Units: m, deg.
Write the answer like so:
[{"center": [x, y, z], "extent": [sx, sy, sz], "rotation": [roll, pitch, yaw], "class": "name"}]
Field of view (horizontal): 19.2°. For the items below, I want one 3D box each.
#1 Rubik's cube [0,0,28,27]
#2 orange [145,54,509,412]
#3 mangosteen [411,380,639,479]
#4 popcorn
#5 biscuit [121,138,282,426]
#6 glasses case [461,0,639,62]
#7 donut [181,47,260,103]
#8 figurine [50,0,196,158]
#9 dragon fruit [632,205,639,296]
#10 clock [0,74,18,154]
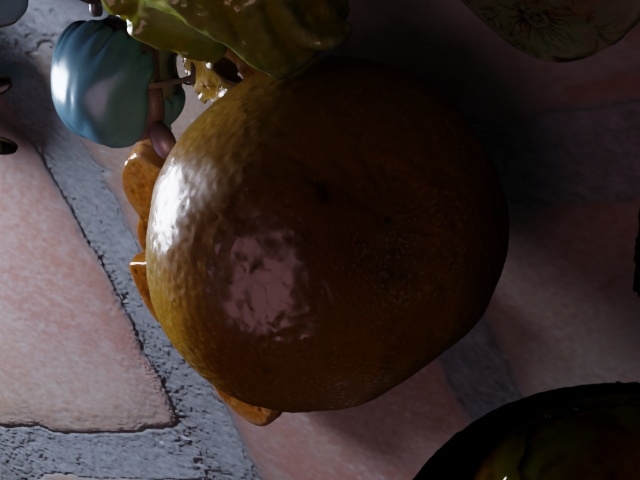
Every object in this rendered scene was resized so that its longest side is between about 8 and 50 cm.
[{"center": [-0.349, -0.247, 1.537], "extent": [0.254, 0.254, 0.254], "rotation": [26, 138, 26], "class": "Rubik's cube"}, {"center": [0.000, 0.000, 1.318], "extent": [0.264, 0.264, 0.264], "rotation": [26, 138, 26], "class": "orange"}, {"center": [0.230, 0.275, 1.243], "extent": [0.381, 0.381, 0.421], "rotation": [54, 147, -8], "class": "mangosteen"}, {"center": [-0.061, -0.206, 1.255], "extent": [0.187, 0.185, 0.167], "rotation": [-5, 131, 36], "class": "popcorn"}, {"center": [-0.033, 0.039, 1.557], "extent": [0.306, 0.043, 0.284], "rotation": [2, 123, 41], "class": "biscuit"}, {"center": [0.047, -0.287, 1.138], "extent": [0.425, 0.098, 0.156], "rotation": [47, 141, 1], "class": "glasses case"}, {"center": [-0.057, -0.137, 1.421], "extent": [0.108, 0.043, 0.097], "rotation": [30, 138, 28], "class": "donut"}, {"center": [-0.165, -0.195, 1.403], "extent": [0.205, 0.103, 0.260], "rotation": [19, 117, 49], "class": "figurine"}, {"center": [0.281, -0.015, 1.145], "extent": [0.192, 0.122, 0.092], "rotation": [12, 116, 41], "class": "dragon fruit"}, {"center": [-0.372, -0.150, 1.699], "extent": [0.232, 0.069, 0.170], "rotation": [29, 139, 21], "class": "clock"}]
